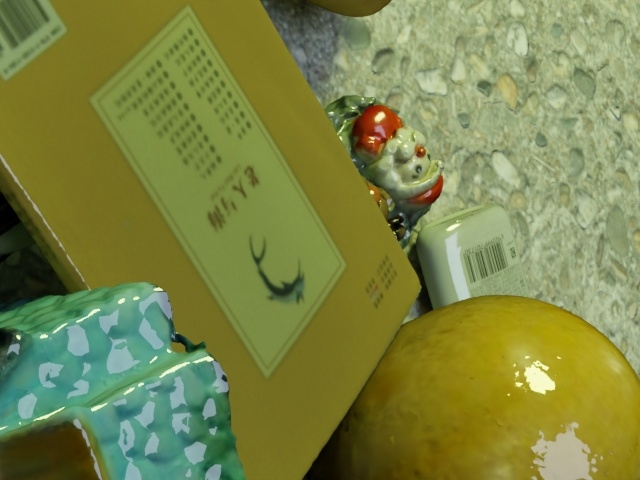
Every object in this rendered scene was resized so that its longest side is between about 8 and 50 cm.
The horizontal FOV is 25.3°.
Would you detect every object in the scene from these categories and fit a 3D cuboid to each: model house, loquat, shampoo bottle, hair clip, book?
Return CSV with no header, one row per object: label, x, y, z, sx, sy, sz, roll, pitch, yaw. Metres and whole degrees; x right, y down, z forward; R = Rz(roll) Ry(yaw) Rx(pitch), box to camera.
model house,-0.193,0.161,0.723,0.241,0.261,0.226,-19,95,-45
loquat,0.123,0.166,1.031,0.263,0.263,0.263,9,76,-43
shampoo bottle,0.146,0.084,1.209,0.108,0.051,0.221,-22,98,-45
hair clip,0.001,0.000,1.057,0.138,0.091,0.321,55,49,-18
book,-0.077,-0.044,0.881,0.389,0.032,0.269,61,41,-21

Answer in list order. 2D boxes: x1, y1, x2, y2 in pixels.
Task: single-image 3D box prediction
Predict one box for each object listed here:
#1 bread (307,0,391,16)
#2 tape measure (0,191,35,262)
bread,-0.022,-0.261,1.075,0.217,0.098,0.147,36,59,-37
tape measure,-0.212,-0.081,0.843,0.271,0.133,0.232,21,68,-42
